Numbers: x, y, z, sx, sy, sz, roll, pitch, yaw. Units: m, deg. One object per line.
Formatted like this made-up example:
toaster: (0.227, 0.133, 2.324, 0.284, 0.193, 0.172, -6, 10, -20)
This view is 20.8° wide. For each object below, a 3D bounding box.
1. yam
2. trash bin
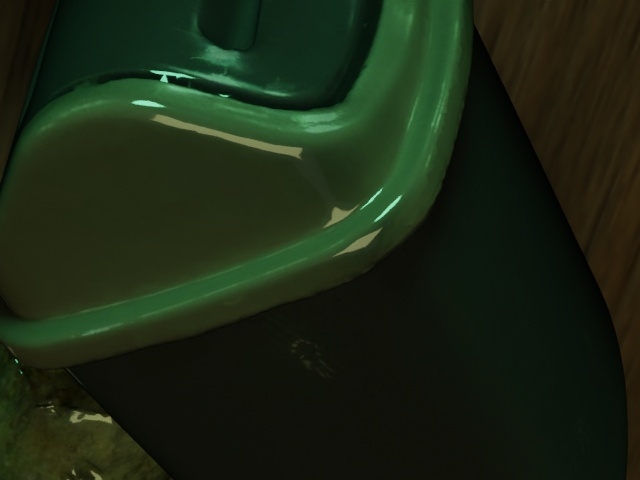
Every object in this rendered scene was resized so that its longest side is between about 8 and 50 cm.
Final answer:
yam: (-0.136, 0.117, 0.738, 0.107, 0.107, 0.194, 23, 109, -25)
trash bin: (0.000, 0.000, 0.651, 0.182, 0.209, 0.290, -18, 129, 21)
